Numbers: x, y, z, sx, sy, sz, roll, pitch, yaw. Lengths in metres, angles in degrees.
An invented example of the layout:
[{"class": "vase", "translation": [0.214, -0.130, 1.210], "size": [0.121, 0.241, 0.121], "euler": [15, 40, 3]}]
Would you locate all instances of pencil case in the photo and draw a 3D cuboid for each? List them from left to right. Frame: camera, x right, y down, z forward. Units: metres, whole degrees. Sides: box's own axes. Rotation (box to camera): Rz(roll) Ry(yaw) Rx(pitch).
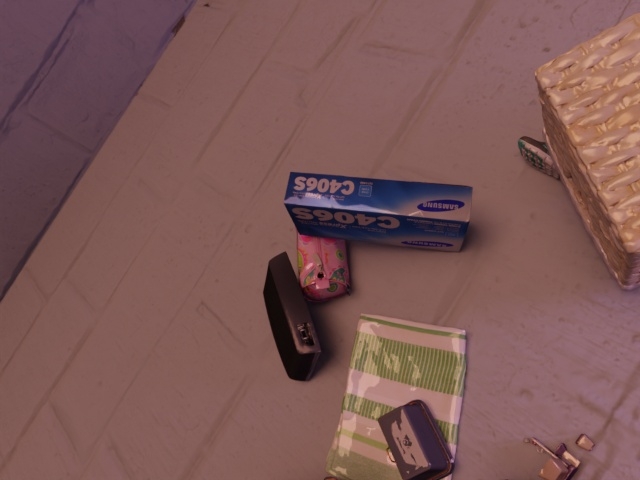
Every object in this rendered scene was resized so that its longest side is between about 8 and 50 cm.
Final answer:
[{"class": "pencil case", "translation": [0.000, 0.000, 1.100], "size": [0.124, 0.124, 0.284], "euler": [-19, 59, 26]}]

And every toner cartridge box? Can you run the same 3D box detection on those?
[{"class": "toner cartridge box", "translation": [0.114, -0.055, 0.945], "size": [0.347, 0.165, 0.075], "euler": [6, 71, 12]}]

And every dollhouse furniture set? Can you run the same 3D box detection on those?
[{"class": "dollhouse furniture set", "translation": [0.350, 0.315, 0.722], "size": [0.081, 0.114, 0.091], "euler": [36, 93, 44]}]

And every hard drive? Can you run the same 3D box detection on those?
[{"class": "hard drive", "translation": [-0.072, 0.172, 1.051], "size": [0.172, 0.054, 0.255], "euler": [107, 148, -49]}]

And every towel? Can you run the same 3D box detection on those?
[{"class": "towel", "translation": [0.147, 0.314, 0.909], "size": [0.247, 0.038, 0.325], "euler": [3, 71, 34]}]

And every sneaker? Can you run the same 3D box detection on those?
[{"class": "sneaker", "translation": [0.464, -0.165, 0.908], "size": [0.076, 0.065, 0.166], "euler": [-47, 59, -3]}]

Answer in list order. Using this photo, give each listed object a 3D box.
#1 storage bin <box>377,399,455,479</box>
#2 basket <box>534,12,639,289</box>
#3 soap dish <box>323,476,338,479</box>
[{"class": "storage bin", "translation": [0.152, 0.351, 0.813], "size": [0.098, 0.091, 0.135], "euler": [-35, 55, 16]}, {"class": "basket", "translation": [0.528, -0.144, 0.662], "size": [0.331, 0.266, 0.329], "euler": [-24, 67, 23]}, {"class": "soap dish", "translation": [-0.027, 0.522, 0.820], "size": [0.290, 0.229, 0.118], "euler": [-26, 40, 22]}]
